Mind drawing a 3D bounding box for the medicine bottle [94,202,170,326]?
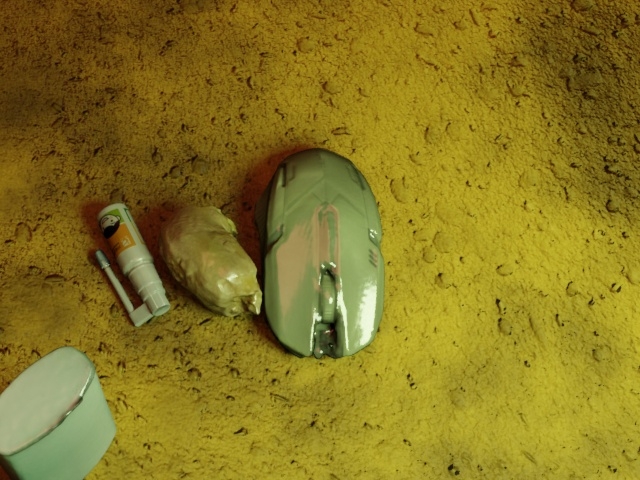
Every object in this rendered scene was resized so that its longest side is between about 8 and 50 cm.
[{"bbox_3d":[-0.343,0.044,2.114,0.092,0.061,0.220,-34,67,7],"label":"medicine bottle"}]

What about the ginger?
[{"bbox_3d":[-0.194,0.033,2.084,0.152,0.138,0.267,-18,60,-19],"label":"ginger"}]

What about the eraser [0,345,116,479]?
[{"bbox_3d":[-0.414,0.295,1.841,0.104,0.290,0.189,35,66,15],"label":"eraser"}]

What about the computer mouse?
[{"bbox_3d":[0.000,0.001,2.111,0.228,0.145,0.429,1,63,-7],"label":"computer mouse"}]
